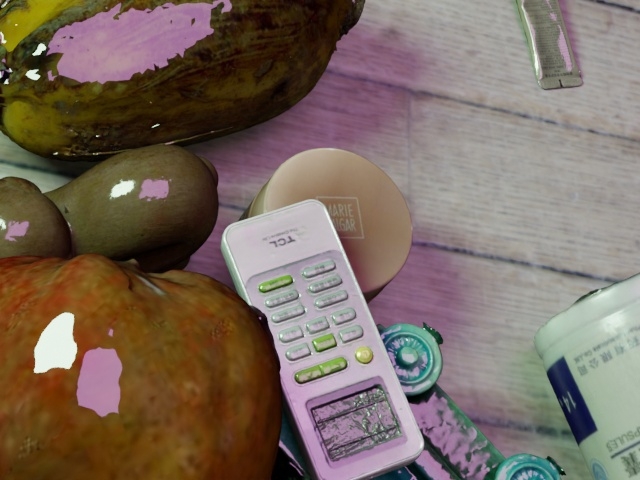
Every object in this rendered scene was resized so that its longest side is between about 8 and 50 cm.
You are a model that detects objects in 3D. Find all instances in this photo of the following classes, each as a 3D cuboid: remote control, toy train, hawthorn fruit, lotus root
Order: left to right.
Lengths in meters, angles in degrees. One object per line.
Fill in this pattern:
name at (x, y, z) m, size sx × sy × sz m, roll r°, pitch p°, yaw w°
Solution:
hawthorn fruit at (-0.181, 0.162, 1.307) m, size 0.308 × 0.308 × 0.325 m, roll 5°, pitch 52°, yaw -20°
lotus root at (-0.137, -0.190, 1.549) m, size 0.397 × 0.179 × 0.196 m, roll -15°, pitch 54°, yaw -25°
remote control at (0.000, 0.089, 1.442) m, size 0.103 × 0.034 × 0.250 m, roll -17°, pitch 74°, yaw -15°
toy train at (0.081, 0.214, 1.497) m, size 0.298 × 0.120 × 0.194 m, roll 47°, pitch 65°, yaw 3°

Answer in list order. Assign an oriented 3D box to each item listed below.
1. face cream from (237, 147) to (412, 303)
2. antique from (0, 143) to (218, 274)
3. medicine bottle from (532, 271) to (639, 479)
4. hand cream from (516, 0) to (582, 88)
face cream at (0.000, 0.000, 1.565) m, size 0.149 × 0.104 × 0.149 m, roll 9°, pitch 63°, yaw -19°
antique at (-0.208, -0.012, 1.465) m, size 0.256 × 0.143 × 0.121 m, roll -11°, pitch 73°, yaw -24°
medicine bottle at (0.350, 0.202, 1.566) m, size 0.189 × 0.190 × 0.332 m, roll -15°, pitch 73°, yaw -28°
hand cream at (0.244, -0.244, 1.830) m, size 0.057 × 0.037 × 0.165 m, roll -8°, pitch 77°, yaw -26°
